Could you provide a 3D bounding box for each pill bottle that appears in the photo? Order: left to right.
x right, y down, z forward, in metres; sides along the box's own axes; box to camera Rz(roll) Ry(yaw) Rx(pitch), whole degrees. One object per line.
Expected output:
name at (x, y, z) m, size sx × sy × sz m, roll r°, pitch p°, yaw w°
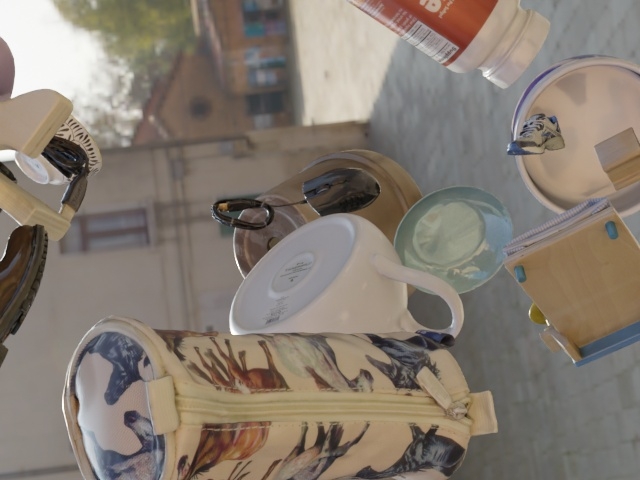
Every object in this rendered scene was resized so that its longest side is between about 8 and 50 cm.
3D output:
pill bottle at (0.142, -0.265, 1.331) m, size 0.121 × 0.216 × 0.121 m, roll -56°, pitch 10°, yaw 15°

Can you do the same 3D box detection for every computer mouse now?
computer mouse at (-0.395, -0.044, 1.454) m, size 0.060 × 0.184 × 0.262 m, roll -56°, pitch 11°, yaw 50°
computer mouse at (-0.030, -0.061, 1.630) m, size 0.041 × 0.242 × 0.071 m, roll 106°, pitch 147°, yaw -54°

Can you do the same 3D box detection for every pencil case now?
pencil case at (-0.033, 0.153, 1.078) m, size 0.184 × 0.410 × 0.159 m, roll -25°, pitch 68°, yaw 41°

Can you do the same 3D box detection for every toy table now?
toy table at (-0.387, -0.079, 1.251) m, size 0.161 × 0.274 × 0.252 m, roll 39°, pitch -166°, yaw 28°

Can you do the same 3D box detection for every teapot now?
teapot at (0.025, 0.100, 1.541) m, size 0.187 × 0.252 × 0.256 m, roll 48°, pitch 178°, yaw -24°

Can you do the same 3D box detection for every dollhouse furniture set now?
dollhouse furniture set at (0.306, -0.055, 1.295) m, size 0.286 × 0.303 × 0.198 m, roll 44°, pitch -154°, yaw -38°

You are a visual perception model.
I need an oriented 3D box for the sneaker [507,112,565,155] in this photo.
sneaker at (0.314, -0.157, 1.769) m, size 0.135 × 0.052 × 0.058 m, roll -18°, pitch -75°, yaw -52°

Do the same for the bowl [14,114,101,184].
bowl at (-0.456, -0.148, 1.992) m, size 0.080 × 0.170 × 0.170 m, roll -52°, pitch -24°, yaw -32°

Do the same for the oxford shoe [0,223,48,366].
oxford shoe at (-0.319, 0.057, 1.110) m, size 0.083 × 0.096 × 0.227 m, roll -58°, pitch 11°, yaw 42°

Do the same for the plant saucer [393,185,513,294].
plant saucer at (0.206, -0.005, 1.886) m, size 0.037 × 0.195 × 0.195 m, roll -112°, pitch 15°, yaw -62°

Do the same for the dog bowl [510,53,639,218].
dog bowl at (0.443, -0.168, 1.938) m, size 0.104 × 0.265 × 0.264 m, roll -77°, pitch -19°, yaw -75°

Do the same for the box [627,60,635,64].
box at (0.584, -0.204, 2.331) m, size 0.183 × 0.059 × 0.232 m, roll -41°, pitch 64°, yaw 37°

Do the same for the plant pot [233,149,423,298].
plant pot at (0.000, 0.000, 2.220) m, size 0.280 × 0.323 × 0.323 m, roll -12°, pitch -84°, yaw -52°
